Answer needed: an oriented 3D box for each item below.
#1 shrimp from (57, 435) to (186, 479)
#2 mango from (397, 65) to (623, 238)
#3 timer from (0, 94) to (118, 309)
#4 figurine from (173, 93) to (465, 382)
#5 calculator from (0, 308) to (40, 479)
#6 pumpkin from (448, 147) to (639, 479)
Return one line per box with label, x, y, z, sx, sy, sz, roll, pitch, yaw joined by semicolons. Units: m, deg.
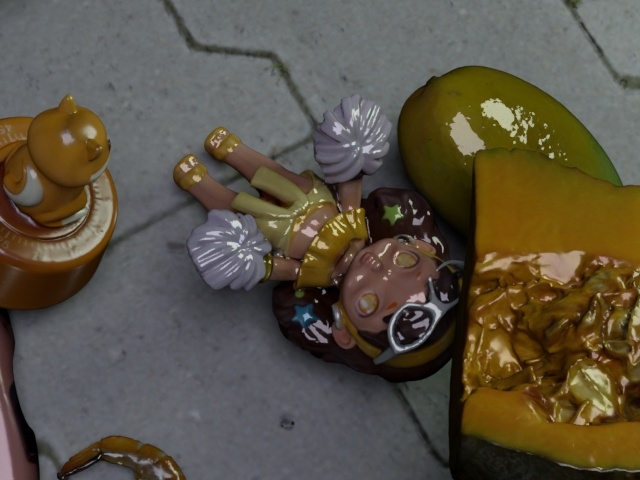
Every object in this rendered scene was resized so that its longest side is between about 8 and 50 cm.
shrimp;-0.145;0.194;0.871;0.091;0.025;0.127;26;68;0
mango;0.144;-0.048;0.941;0.194;0.092;0.130;43;59;-1
timer;-0.179;-0.041;0.846;0.132;0.152;0.132;15;59;-26
figurine;0.001;0.001;0.899;0.240;0.116;0.175;40;71;11
calculator;-0.313;0.095;0.865;0.220;0.048;0.330;-18;80;-14
pumpkin;0.142;0.070;0.785;0.130;0.126;0.248;4;48;13
